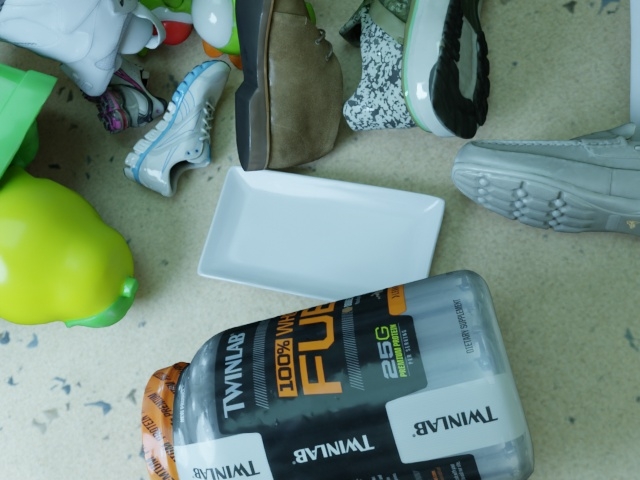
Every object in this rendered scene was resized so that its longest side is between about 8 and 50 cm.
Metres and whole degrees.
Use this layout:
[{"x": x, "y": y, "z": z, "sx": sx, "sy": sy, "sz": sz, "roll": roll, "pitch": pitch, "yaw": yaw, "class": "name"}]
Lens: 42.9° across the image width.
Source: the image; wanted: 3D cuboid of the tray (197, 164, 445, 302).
[{"x": 0.000, "y": 0.000, "z": 0.944, "sx": 0.270, "sy": 0.030, "sz": 0.145, "roll": 10, "pitch": 73, "yaw": 18, "class": "tray"}]

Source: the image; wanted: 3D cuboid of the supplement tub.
[{"x": 0.017, "y": 0.163, "z": 0.783, "sx": 0.338, "sy": 0.207, "sz": 0.207, "roll": -15, "pitch": 67, "yaw": 8, "class": "supplement tub"}]

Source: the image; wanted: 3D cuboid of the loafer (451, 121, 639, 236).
[{"x": 0.301, "y": -0.068, "z": 0.853, "sx": 0.319, "sy": 0.112, "sz": 0.111, "roll": 11, "pitch": 68, "yaw": 10, "class": "loafer"}]

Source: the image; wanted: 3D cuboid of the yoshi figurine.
[{"x": -0.168, "y": -0.357, "z": 1.035, "sx": 0.362, "sy": 0.203, "sz": 0.203, "roll": 19, "pitch": 70, "yaw": 17, "class": "yoshi figurine"}]

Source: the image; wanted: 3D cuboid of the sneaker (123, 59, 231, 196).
[{"x": -0.159, "y": -0.136, "z": 1.022, "sx": 0.083, "sy": 0.071, "sz": 0.190, "roll": 34, "pitch": 90, "yaw": 17, "class": "sneaker"}]

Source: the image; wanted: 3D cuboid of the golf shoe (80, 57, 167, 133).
[{"x": -0.274, "y": -0.212, "z": 1.084, "sx": 0.086, "sy": 0.067, "sz": 0.186, "roll": -21, "pitch": 57, "yaw": -28, "class": "golf shoe"}]

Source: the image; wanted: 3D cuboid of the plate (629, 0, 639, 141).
[{"x": 0.455, "y": -0.223, "z": 0.811, "sx": 0.277, "sy": 0.045, "sz": 0.278, "roll": -3, "pitch": 109, "yaw": 14, "class": "plate"}]

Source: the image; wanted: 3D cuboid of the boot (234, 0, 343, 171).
[{"x": -0.035, "y": -0.231, "z": 0.929, "sx": 0.115, "sy": 0.305, "sz": 0.112, "roll": -4, "pitch": 25, "yaw": -15, "class": "boot"}]

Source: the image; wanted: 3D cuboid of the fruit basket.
[{"x": -0.397, "y": -0.018, "z": 0.974, "sx": 0.392, "sy": 0.283, "sz": 0.392, "roll": 0, "pitch": 90, "yaw": -24, "class": "fruit basket"}]

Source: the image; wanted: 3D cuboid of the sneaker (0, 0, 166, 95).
[{"x": -0.361, "y": -0.263, "z": 0.977, "sx": 0.366, "sy": 0.210, "sz": 0.137, "roll": -8, "pitch": 57, "yaw": 35, "class": "sneaker"}]

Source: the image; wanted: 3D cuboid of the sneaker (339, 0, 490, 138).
[{"x": 0.098, "y": -0.302, "z": 0.980, "sx": 0.182, "sy": 0.158, "sz": 0.410, "roll": -7, "pitch": 63, "yaw": 31, "class": "sneaker"}]
